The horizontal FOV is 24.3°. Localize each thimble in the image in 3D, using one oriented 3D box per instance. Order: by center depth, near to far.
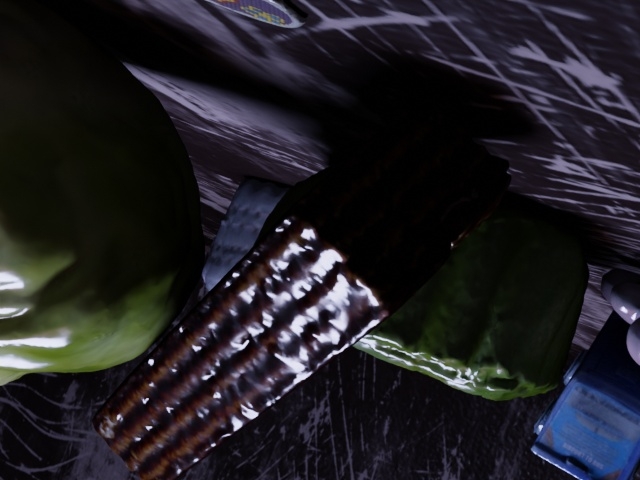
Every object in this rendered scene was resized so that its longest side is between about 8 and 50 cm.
[{"bbox_3d":[-0.030,0.015,1.382,0.127,0.118,0.151,25,174,-31],"label":"thimble"}]

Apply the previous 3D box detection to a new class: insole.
[{"bbox_3d":[-0.099,-0.128,0.642,0.197,0.004,0.065,21,176,0],"label":"insole"}]

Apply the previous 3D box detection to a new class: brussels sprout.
[{"bbox_3d":[-0.226,-0.030,0.873,0.316,0.242,0.274,30,164,-31],"label":"brussels sprout"}]

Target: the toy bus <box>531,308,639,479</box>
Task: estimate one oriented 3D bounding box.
[{"bbox_3d":[0.222,0.108,1.085,0.079,0.094,0.236,35,-156,9],"label":"toy bus"}]

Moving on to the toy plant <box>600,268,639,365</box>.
[{"bbox_3d":[0.290,0.099,0.953,0.232,0.112,0.243,29,-168,-6],"label":"toy plant"}]

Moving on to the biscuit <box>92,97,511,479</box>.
[{"bbox_3d":[-0.028,0.045,0.843,0.073,0.107,0.388,47,148,-1],"label":"biscuit"}]

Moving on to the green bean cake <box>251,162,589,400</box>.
[{"bbox_3d":[0.070,0.029,1.024,0.222,0.125,0.248,20,175,11],"label":"green bean cake"}]
